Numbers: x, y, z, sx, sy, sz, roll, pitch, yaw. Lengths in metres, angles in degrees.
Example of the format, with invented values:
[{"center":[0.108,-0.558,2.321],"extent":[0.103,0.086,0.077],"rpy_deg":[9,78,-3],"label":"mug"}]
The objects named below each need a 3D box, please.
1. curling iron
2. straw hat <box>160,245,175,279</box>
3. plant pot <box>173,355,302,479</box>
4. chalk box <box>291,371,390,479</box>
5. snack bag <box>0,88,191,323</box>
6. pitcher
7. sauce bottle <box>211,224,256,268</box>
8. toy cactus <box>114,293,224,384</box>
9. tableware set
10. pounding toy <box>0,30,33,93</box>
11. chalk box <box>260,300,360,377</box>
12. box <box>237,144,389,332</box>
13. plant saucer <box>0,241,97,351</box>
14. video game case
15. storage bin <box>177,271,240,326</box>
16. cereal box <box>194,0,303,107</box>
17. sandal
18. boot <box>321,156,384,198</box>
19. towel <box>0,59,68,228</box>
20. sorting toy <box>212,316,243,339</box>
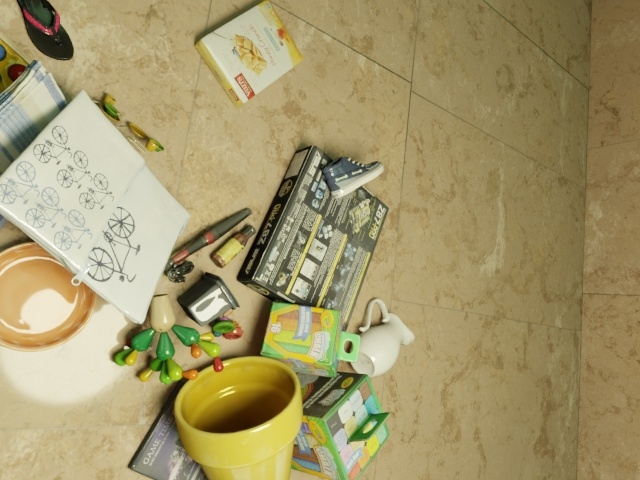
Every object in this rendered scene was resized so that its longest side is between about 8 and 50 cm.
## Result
[{"center":[-0.255,0.002,1.107],"extent":[0.274,0.035,0.068],"rpy_deg":[-48,157,-37],"label":"curling iron"},{"center":[-0.357,0.020,1.011],"extent":[0.144,0.061,0.144],"rpy_deg":[2,86,-38],"label":"straw hat"},{"center":[-0.157,0.413,1.013],"extent":[0.254,0.254,0.239],"rpy_deg":[-22,117,-37],"label":"plant pot"},{"center":[0.034,0.431,1.134],"extent":[0.180,0.289,0.179],"rpy_deg":[-31,106,-43],"label":"chalk box"},{"center":[-0.377,-0.057,0.872],"extent":[0.342,0.037,0.323],"rpy_deg":[57,26,-36],"label":"snack bag"},{"center":[0.159,0.276,1.377],"extent":[0.207,0.125,0.178],"rpy_deg":[-32,86,-46],"label":"pitcher"},{"center":[-0.203,0.011,1.145],"extent":[0.128,0.042,0.042],"rpy_deg":[-46,114,-28],"label":"sauce bottle"},{"center":[-0.306,0.198,0.974],"extent":[0.112,0.219,0.180],"rpy_deg":[-21,106,-75],"label":"toy cactus"},{"center":[-0.389,-0.240,0.990],"extent":[0.154,0.104,0.024],"rpy_deg":[45,100,-6],"label":"tableware set"},{"center":[-0.566,-0.275,0.840],"extent":[0.130,0.100,0.141],"rpy_deg":[46,62,-26],"label":"pounding toy"},{"center":[-0.015,0.239,1.139],"extent":[0.132,0.213,0.132],"rpy_deg":[78,20,-61],"label":"chalk box"},{"center":[0.000,0.000,1.272],"extent":[0.318,0.097,0.395],"rpy_deg":[33,67,-30],"label":"box"},{"center":[-0.523,0.103,0.890],"extent":[0.200,0.037,0.200],"rpy_deg":[2,87,-38],"label":"plant saucer"},{"center":[-0.258,0.464,1.083],"extent":[0.274,0.026,0.196],"rpy_deg":[41,63,-28],"label":"video game case"},{"center":[-0.248,0.137,1.053],"extent":[0.091,0.135,0.098],"rpy_deg":[-37,110,-22],"label":"storage bin"},{"center":[-0.170,-0.467,1.198],"extent":[0.240,0.047,0.173],"rpy_deg":[-48,115,-30],"label":"cereal box"},{"center":[-0.532,-0.430,0.915],"extent":[0.067,0.040,0.179],"rpy_deg":[-34,107,-35],"label":"sandal"},{"center":[0.089,-0.188,1.258],"extent":[0.190,0.069,0.086],"rpy_deg":[-35,110,-35],"label":"boot"},{"center":[-0.528,-0.144,0.818],"extent":[0.034,0.209,0.285],"rpy_deg":[27,68,3],"label":"towel"},{"center":[-0.218,0.195,1.112],"extent":[0.102,0.061,0.042],"rpy_deg":[67,11,-57],"label":"sorting toy"}]
